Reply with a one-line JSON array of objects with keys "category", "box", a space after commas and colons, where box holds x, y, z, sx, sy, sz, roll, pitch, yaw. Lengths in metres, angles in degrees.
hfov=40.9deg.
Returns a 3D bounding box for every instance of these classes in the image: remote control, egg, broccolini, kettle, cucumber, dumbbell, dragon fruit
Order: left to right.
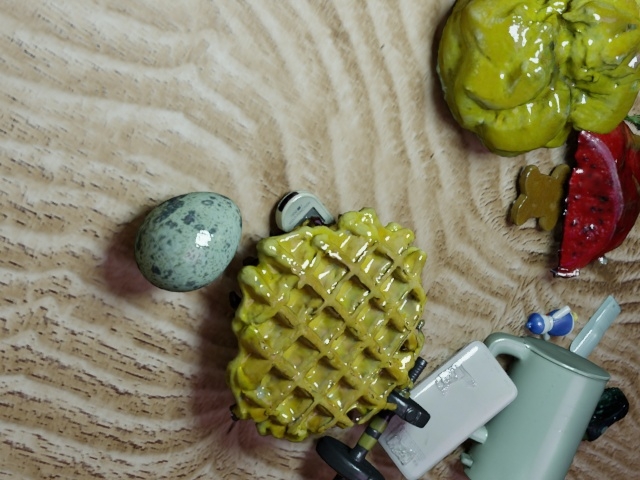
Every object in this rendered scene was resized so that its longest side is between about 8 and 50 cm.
[{"category": "egg", "box": [-0.184, -0.002, 1.221, 0.172, 0.132, 0.132, -39, 129, -30]}, {"category": "remote control", "box": [0.000, 0.000, 1.410, 0.078, 0.042, 0.221, -46, 128, -7]}, {"category": "dumbbell", "box": [0.097, 0.351, 1.575, 0.143, 0.143, 0.325, 36, 89, -40]}, {"category": "kettle", "box": [0.427, 0.369, 1.810, 0.318, 0.265, 0.205, -67, 161, 9]}, {"category": "remote control", "box": [0.629, 0.204, 1.956, 0.162, 0.029, 0.061, -50, 132, -6]}, {"category": "cucumber", "box": [0.662, 0.423, 2.055, 0.193, 0.086, 0.115, -19, 119, -35]}, {"category": "dragon fruit", "box": [0.593, -0.099, 1.725, 0.282, 0.100, 0.343, -24, 123, -41]}, {"category": "broccolini", "box": [0.640, -0.244, 1.763, 0.140, 0.030, 0.035, 6, 143, -32]}]

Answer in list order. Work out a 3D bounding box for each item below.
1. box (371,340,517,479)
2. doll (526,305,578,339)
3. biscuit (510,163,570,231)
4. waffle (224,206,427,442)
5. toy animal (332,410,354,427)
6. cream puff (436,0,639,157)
[{"category": "box", "box": [0.243, 0.331, 1.683, 0.285, 0.044, 0.142, -36, 88, -11]}, {"category": "doll", "box": [0.490, 0.177, 1.829, 0.143, 0.057, 0.098, -2, 132, -33]}, {"category": "biscuit", "box": [0.451, -0.085, 1.692, 0.205, 0.031, 0.138, -2, 111, -36]}, {"category": "waffle", "box": [0.024, 0.142, 1.387, 0.380, 0.095, 0.382, -12, 112, -31]}, {"category": "toy animal", "box": [-0.012, 0.248, 1.494, 0.188, 0.089, 0.179, -28, 118, -23]}, {"category": "cream puff", "box": [0.385, -0.298, 1.392, 0.378, 0.275, 0.378, -16, 122, -27]}]
